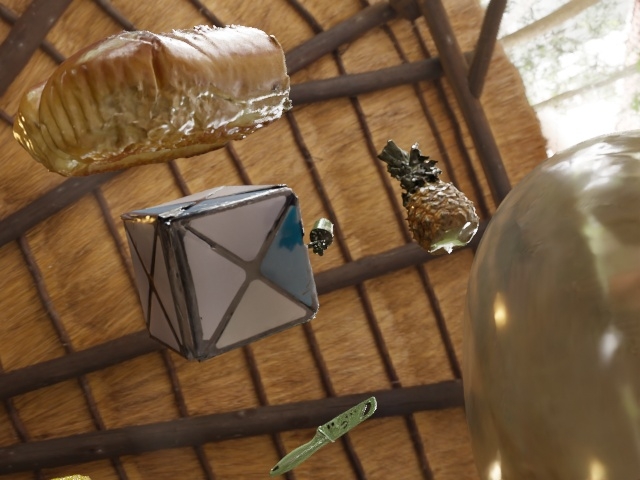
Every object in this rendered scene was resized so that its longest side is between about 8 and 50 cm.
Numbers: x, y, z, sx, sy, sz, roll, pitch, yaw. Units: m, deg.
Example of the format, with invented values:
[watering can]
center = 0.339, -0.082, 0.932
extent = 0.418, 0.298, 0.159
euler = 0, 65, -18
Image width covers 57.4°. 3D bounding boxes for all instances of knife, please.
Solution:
[knife]
center = 0.001, 0.407, 1.205
extent = 0.019, 0.293, 0.043
euler = 32, -154, -50

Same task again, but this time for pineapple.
[pineapple]
center = 0.193, -0.093, 1.108
extent = 0.128, 0.128, 0.248
euler = 18, -143, -45

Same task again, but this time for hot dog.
[hot dog]
center = -0.288, -0.218, 0.941
extent = 0.365, 0.367, 0.196
euler = -28, -81, -46

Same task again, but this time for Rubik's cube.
[Rubik's cube]
center = -0.221, 0.050, 1.261
extent = 0.306, 0.305, 0.311
euler = -17, -79, -31

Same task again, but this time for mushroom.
[mushroom]
center = 0.263, 0.096, 0.451
extent = 0.362, 0.294, 0.363
euler = 2, -90, -81

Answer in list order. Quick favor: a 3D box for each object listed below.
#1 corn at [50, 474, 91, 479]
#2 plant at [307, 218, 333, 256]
[corn]
center = -0.449, 0.416, 0.889
extent = 0.248, 0.081, 0.081
euler = 13, -115, -62
[plant]
center = 0.000, 0.000, 1.182
extent = 0.051, 0.051, 0.102
euler = 51, -151, -24
